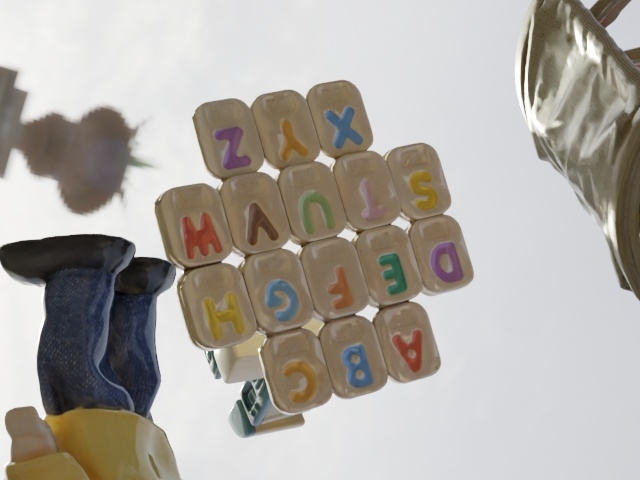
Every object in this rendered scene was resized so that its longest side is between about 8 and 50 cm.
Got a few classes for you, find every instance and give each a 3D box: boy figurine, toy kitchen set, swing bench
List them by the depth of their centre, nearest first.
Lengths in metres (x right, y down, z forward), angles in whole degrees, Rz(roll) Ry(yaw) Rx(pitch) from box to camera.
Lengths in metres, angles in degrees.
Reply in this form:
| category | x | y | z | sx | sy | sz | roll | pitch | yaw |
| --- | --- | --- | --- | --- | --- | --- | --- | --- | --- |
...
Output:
| category | x | y | z | sx | sy | sz | roll | pitch | yaw |
| --- | --- | --- | --- | --- | --- | --- | --- | --- | --- |
| boy figurine | -0.123 | 0.145 | 0.883 | 0.092 | 0.177 | 0.285 | -6 | -104 | 19 |
| swing bench | 0.264 | -0.114 | 1.080 | 0.255 | 0.165 | 0.253 | -30 | -152 | 7 |
| toy kitchen set | -0.078 | 0.090 | 1.582 | 0.166 | 0.122 | 0.207 | 67 | -29 | 28 |

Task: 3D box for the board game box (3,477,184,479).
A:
| category | x | y | z | sx | sy | sz | roll | pitch | yaw |
| --- | --- | --- | --- | --- | --- | --- | --- | --- | --- |
| board game box | -0.157 | 0.315 | 1.344 | 0.317 | 0.064 | 0.242 | 19 | -127 | 16 |

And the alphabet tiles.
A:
| category | x | y | z | sx | sy | sz | roll | pitch | yaw |
| --- | --- | --- | --- | --- | --- | --- | --- | --- | --- |
| alphabet tiles | 0.000 | 0.000 | 1.379 | 0.021 | 0.284 | 0.278 | -26 | -102 | 60 |
